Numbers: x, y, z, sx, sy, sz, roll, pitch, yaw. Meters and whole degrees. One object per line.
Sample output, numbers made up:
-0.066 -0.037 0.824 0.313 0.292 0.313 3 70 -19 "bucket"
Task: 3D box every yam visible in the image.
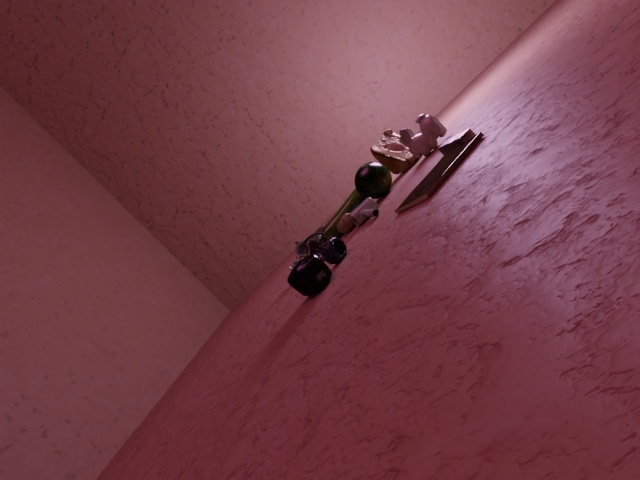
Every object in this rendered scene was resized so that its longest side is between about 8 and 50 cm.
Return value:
0.000 0.000 2.339 0.107 0.107 0.183 -40 8 42 "yam"

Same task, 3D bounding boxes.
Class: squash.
0.125 -0.119 2.238 0.395 0.107 0.107 -51 7 -17 "squash"

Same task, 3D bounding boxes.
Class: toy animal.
0.486 -0.501 2.068 0.193 0.179 0.127 -40 4 28 "toy animal"

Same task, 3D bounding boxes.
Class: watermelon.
0.259 -0.300 2.173 0.188 0.188 0.215 -44 20 1 "watermelon"

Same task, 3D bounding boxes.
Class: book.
0.388 -0.219 1.443 0.310 0.021 0.217 -46 5 -19 "book"

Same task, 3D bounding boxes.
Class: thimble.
0.053 0.039 1.655 0.066 0.095 0.104 -30 -23 34 "thimble"

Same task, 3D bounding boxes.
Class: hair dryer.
0.210 -0.131 1.900 0.131 0.073 0.236 -44 8 -6 "hair dryer"

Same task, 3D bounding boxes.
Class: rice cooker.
-0.038 0.121 1.528 0.142 0.118 0.203 -46 4 -20 "rice cooker"

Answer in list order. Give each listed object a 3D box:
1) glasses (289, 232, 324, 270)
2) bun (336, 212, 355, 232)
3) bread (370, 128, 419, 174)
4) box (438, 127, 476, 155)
-0.046 0.064 2.181 0.220 0.088 0.190 -22 45 43 "glasses"
0.133 -0.082 2.110 0.115 0.069 0.115 -45 -16 -17 "bun"
0.416 -0.474 2.283 0.184 0.224 0.211 -52 15 -15 "bread"
0.496 -0.358 1.596 0.055 0.039 0.218 -43 5 -1 "box"
